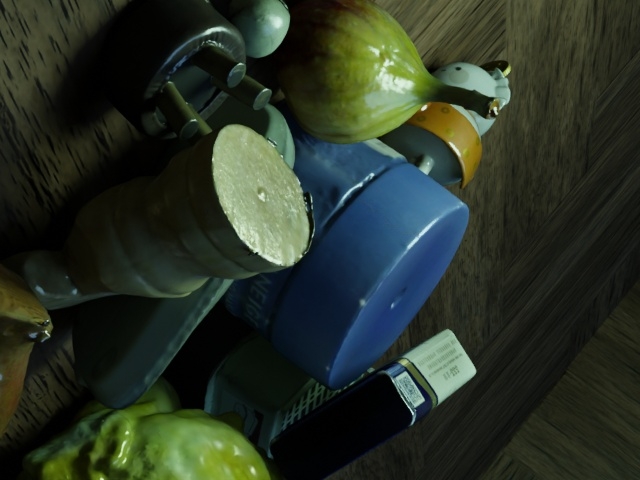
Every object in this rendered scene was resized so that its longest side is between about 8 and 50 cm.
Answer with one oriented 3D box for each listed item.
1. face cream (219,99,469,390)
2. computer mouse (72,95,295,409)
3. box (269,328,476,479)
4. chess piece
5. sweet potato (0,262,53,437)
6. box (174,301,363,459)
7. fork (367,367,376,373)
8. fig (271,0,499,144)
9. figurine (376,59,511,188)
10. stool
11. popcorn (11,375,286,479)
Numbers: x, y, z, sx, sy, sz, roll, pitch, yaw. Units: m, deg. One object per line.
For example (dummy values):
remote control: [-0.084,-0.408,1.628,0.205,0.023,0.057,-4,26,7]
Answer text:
face cream: [0.000,0.000,1.817,0.249,0.225,0.249,-48,162,-21]
computer mouse: [-0.127,0.014,1.620,0.095,0.197,0.331,25,109,-27]
box: [0.062,0.183,1.867,0.168,0.071,0.259,-33,177,21]
chess piece: [-0.162,0.006,1.483,0.301,0.137,0.137,-21,179,32]
sweet potato: [-0.339,0.163,1.453,0.131,0.131,0.337,-13,135,-62]
box: [-0.065,0.181,2.045,0.220,0.166,0.290,-40,156,-34]
fork: [0.091,0.214,2.693,0.016,0.012,0.115,-58,156,-3]
fig: [0.051,-0.147,1.685,0.143,0.231,0.160,-42,156,-12]
figurine: [0.155,-0.138,2.078,0.271,0.143,0.143,-34,152,-42]
stool: [-0.099,-0.160,1.490,0.217,0.121,0.125,-38,152,-27]
popcorn: [-0.177,0.311,1.810,0.312,0.312,0.312,-45,159,-23]
